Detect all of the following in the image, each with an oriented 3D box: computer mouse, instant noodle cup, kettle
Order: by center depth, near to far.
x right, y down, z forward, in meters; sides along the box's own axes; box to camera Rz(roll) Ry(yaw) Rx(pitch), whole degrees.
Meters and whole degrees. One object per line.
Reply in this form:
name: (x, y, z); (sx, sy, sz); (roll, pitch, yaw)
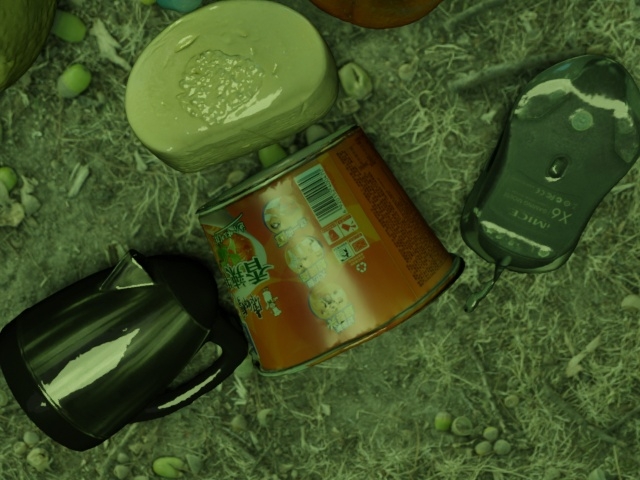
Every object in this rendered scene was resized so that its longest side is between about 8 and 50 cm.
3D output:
instant noodle cup: (0.000, 0.000, 1.142); (0.296, 0.296, 0.214); (-26, 98, 12)
computer mouse: (0.274, -0.065, 1.194); (0.167, 0.090, 0.379); (26, 116, -1)
kettle: (-0.242, 0.137, 1.235); (0.271, 0.207, 0.250); (-36, 98, 6)

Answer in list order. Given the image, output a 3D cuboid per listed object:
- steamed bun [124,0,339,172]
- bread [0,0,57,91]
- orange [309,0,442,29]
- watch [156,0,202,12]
steamed bun: (-0.105, -0.187, 1.112); (0.250, 0.200, 0.154); (-20, 85, 7)
bread: (-0.465, -0.305, 1.070); (0.321, 0.237, 0.320); (7, 121, 12)
orange: (0.057, -0.339, 1.046); (0.224, 0.170, 0.224); (4, 133, 4)
watch: (-0.168, -0.374, 1.044); (0.193, 0.211, 0.211); (27, 111, 18)
